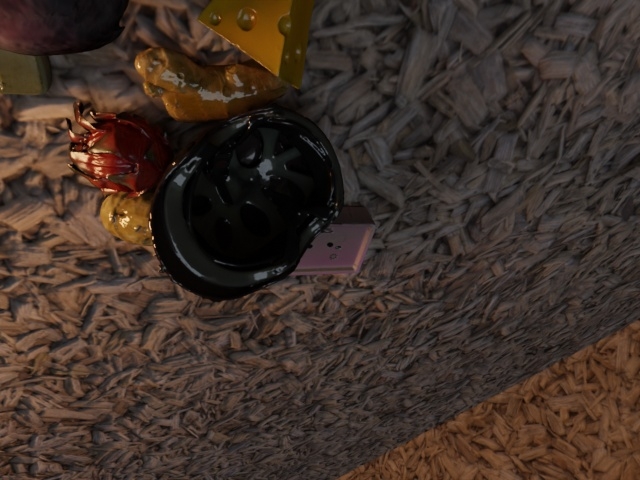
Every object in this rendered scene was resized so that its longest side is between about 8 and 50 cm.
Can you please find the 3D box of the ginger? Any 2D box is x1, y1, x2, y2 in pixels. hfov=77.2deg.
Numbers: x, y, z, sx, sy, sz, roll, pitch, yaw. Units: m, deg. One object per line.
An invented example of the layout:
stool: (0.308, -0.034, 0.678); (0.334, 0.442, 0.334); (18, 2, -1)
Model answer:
ginger: (-0.149, -0.208, 0.572); (0.206, 0.081, 0.115); (-2, 129, -21)

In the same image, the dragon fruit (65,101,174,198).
dragon fruit: (-0.291, -0.127, 0.586); (0.142, 0.130, 0.121); (-14, 169, -7)

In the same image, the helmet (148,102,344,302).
helmet: (-0.124, -0.064, 0.610); (0.305, 0.177, 0.224); (-40, 118, -17)

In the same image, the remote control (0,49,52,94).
remote control: (-0.462, -0.227, 0.478); (0.234, 0.038, 0.098); (-3, 133, -15)

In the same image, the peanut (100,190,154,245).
peanut: (-0.253, -0.027, 0.695); (0.230, 0.103, 0.098); (12, 125, -25)

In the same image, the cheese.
cheese: (-0.044, -0.301, 0.486); (0.126, 0.093, 0.171); (36, 107, 4)

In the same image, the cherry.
cherry: (-0.281, -0.271, 0.378); (0.195, 0.195, 0.195); (-9, 135, -10)

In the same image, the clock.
clock: (0.000, 0.000, 0.834); (0.198, 0.063, 0.150); (-1, 133, -18)
